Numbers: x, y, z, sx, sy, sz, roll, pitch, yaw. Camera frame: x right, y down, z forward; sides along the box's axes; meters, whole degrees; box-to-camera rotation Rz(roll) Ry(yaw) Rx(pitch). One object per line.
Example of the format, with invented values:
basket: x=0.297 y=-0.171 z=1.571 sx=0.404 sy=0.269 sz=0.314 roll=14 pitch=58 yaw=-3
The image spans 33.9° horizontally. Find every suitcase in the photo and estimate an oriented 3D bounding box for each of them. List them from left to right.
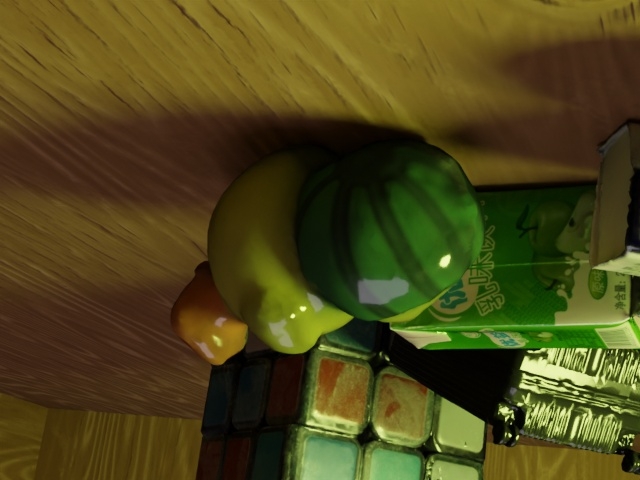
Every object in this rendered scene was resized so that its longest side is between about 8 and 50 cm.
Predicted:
suitcase: x=0.258 y=0.165 z=1.381 sx=0.230 sy=0.152 sz=0.335 roll=17 pitch=-178 yaw=-23

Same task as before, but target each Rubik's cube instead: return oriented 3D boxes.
Rubik's cube: x=0.031 y=0.274 z=1.674 sx=0.363 sy=0.358 sz=0.362 roll=19 pitch=161 yaw=-25

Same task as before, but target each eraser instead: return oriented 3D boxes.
eraser: x=0.397 y=-0.015 z=0.962 sx=0.287 sy=0.130 sz=0.086 roll=9 pitch=164 yaw=-8

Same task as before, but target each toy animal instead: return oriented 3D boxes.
toy animal: x=0.000 y=-0.003 z=1.063 sx=0.338 sy=0.216 sz=0.191 roll=-14 pitch=117 yaw=38

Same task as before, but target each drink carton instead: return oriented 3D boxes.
drink carton: x=0.216 y=0.028 z=1.125 sx=0.271 sy=0.161 sz=0.108 roll=-3 pitch=159 yaw=24
